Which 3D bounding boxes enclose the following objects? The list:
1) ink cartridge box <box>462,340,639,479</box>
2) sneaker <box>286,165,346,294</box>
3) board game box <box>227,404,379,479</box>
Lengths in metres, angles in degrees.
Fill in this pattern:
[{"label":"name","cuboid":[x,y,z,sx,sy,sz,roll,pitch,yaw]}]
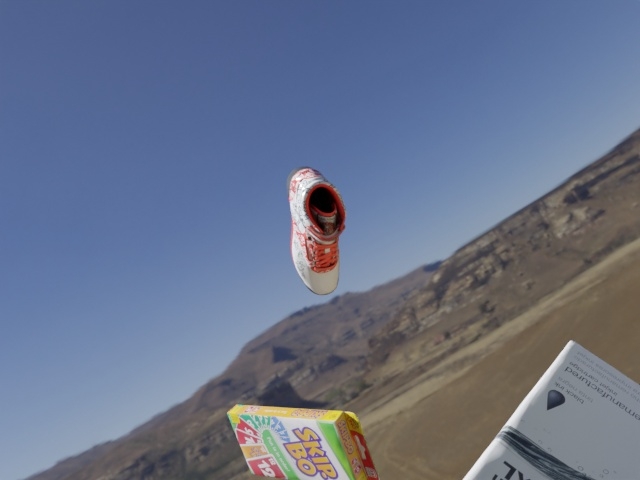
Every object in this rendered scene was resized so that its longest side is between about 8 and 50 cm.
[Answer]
[{"label":"ink cartridge box","cuboid":[0.191,0.208,0.500,0.237,0.172,0.100,-32,-31,-43]},{"label":"sneaker","cuboid":[-0.001,0.000,1.319,0.090,0.270,0.145,-13,19,-14]},{"label":"board game box","cuboid":[-0.032,0.326,1.101,0.259,0.124,0.039,-9,16,38]}]
